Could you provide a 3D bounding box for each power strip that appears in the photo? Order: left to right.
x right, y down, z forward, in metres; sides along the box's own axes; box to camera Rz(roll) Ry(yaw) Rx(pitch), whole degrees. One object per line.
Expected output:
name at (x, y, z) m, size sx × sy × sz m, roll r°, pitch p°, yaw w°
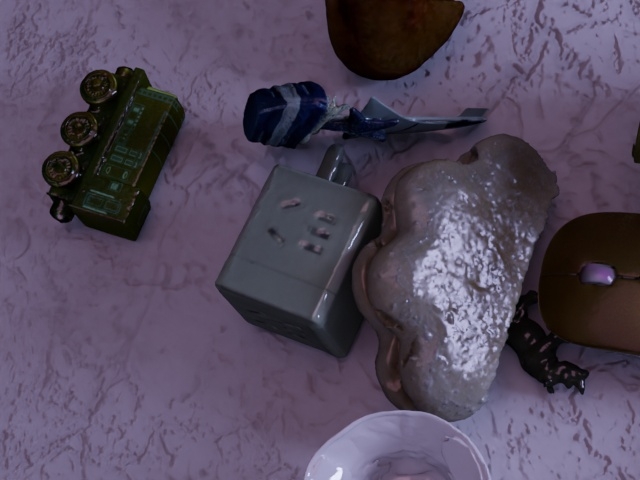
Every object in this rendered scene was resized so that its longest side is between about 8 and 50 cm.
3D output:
power strip at (0.000, 0.000, 1.395) m, size 0.140 × 0.139 × 0.224 m, roll 20°, pitch 74°, yaw 23°

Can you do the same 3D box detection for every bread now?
bread at (0.137, 0.022, 1.322) m, size 0.102 × 0.183 × 0.337 m, roll -14°, pitch 50°, yaw 59°

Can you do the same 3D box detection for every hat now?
hat at (0.085, 0.282, 1.258) m, size 0.203 × 0.126 × 0.203 m, roll -6°, pitch 66°, yaw 13°

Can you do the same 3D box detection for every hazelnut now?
hazelnut at (0.083, -0.299, 1.493) m, size 0.178 × 0.178 × 0.204 m, roll 17°, pitch 103°, yaw 21°

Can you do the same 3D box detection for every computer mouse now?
computer mouse at (0.388, 0.060, 1.280) m, size 0.310 × 0.072 × 0.158 m, roll 11°, pitch 69°, yaw 8°

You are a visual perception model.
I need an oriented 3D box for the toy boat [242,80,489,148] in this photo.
toy boat at (0.044, -0.147, 1.415) m, size 0.292 × 0.210 × 0.070 m, roll -1°, pitch 89°, yaw 14°

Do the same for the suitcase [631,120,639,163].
suitcase at (0.419, -0.127, 1.284) m, size 0.143 × 0.235 × 0.194 m, roll 15°, pitch 72°, yaw 20°

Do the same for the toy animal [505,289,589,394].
toy animal at (0.245, 0.118, 1.332) m, size 0.065 × 0.047 × 0.135 m, roll -38°, pitch 65°, yaw 3°

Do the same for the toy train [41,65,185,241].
toy train at (-0.259, -0.116, 1.545) m, size 0.137 × 0.090 × 0.225 m, roll 17°, pitch 73°, yaw 13°
